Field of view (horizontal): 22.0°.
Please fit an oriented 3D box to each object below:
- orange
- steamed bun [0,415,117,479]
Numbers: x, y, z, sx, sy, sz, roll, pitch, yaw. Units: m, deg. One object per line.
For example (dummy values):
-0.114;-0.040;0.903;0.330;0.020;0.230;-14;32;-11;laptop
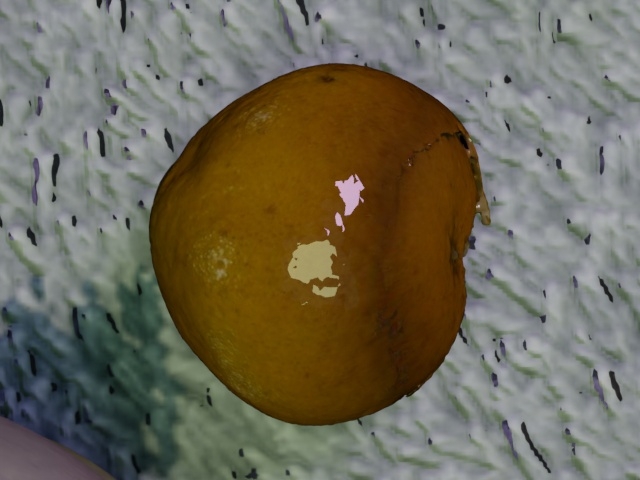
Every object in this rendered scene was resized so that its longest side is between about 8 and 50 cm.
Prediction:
0.000;0.000;0.698;0.134;0.156;0.156;14;96;21;orange
-0.154;0.223;0.663;0.309;0.309;0.309;0;96;1;steamed bun
